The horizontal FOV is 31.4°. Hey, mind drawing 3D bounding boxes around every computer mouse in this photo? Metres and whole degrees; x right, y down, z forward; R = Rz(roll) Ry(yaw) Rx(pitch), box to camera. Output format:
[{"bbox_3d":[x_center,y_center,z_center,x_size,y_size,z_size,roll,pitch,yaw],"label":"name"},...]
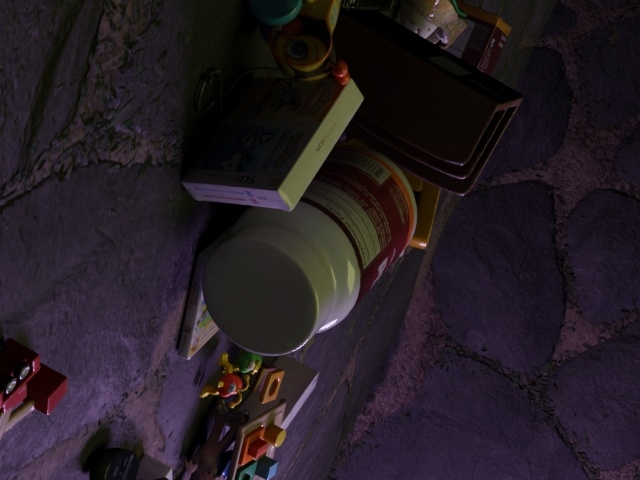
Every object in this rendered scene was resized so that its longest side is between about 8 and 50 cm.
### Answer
[{"bbox_3d":[-0.296,0.372,1.776,0.071,0.041,0.242,-70,156,-18],"label":"computer mouse"}]

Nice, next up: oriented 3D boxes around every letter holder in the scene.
[{"bbox_3d":[0.138,-0.215,1.873,0.214,0.302,0.152,-63,164,22],"label":"letter holder"}]

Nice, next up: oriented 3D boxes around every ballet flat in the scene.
[{"bbox_3d":[0.207,-0.431,2.182,0.123,0.123,0.348,-66,166,6],"label":"ballet flat"}]

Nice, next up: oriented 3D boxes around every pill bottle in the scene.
[{"bbox_3d":[-0.011,0.011,1.788,0.392,0.224,0.224,-43,154,-57],"label":"pill bottle"}]

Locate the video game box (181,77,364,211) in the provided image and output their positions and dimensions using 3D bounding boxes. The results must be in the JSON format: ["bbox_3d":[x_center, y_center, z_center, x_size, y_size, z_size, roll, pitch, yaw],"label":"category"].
[{"bbox_3d":[-0.066,-0.135,1.538,0.205,0.187,0.048,-59,136,-25],"label":"video game box"}]

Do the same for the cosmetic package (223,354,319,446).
[{"bbox_3d":[-0.102,0.349,2.397,0.239,0.099,0.060,-50,162,-44],"label":"cosmetic package"}]

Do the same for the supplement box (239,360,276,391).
[{"bbox_3d":[-0.128,0.269,2.275,0.055,0.043,0.083,-65,165,1],"label":"supplement box"}]

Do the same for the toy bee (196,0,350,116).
[{"bbox_3d":[-0.018,-0.276,1.512,0.298,0.162,0.195,-68,168,11],"label":"toy bee"}]

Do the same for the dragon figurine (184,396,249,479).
[{"bbox_3d":[-0.207,0.437,2.189,0.144,0.085,0.289,-45,155,-52],"label":"dragon figurine"}]

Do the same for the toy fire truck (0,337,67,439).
[{"bbox_3d":[-0.360,0.184,1.280,0.192,0.047,0.135,-51,161,-43],"label":"toy fire truck"}]

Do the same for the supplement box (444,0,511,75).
[{"bbox_3d":[0.319,-0.421,2.546,0.194,0.129,0.191,-67,166,10],"label":"supplement box"}]

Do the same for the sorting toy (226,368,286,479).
[{"bbox_3d":[-0.118,0.415,2.190,0.196,0.047,0.347,-27,134,-62],"label":"sorting toy"}]

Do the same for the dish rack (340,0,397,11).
[{"bbox_3d":[0.085,-0.454,1.771,0.271,0.074,0.208,-26,138,-66],"label":"dish rack"}]

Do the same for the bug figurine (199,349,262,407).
[{"bbox_3d":[-0.112,0.170,2.051,0.279,0.072,0.216,-63,174,3],"label":"bug figurine"}]

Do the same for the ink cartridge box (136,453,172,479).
[{"bbox_3d":[-0.305,0.441,1.897,0.135,0.056,0.099,-55,163,-35],"label":"ink cartridge box"}]

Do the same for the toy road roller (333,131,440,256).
[{"bbox_3d":[0.121,-0.139,2.117,0.240,0.203,0.329,94,8,-87],"label":"toy road roller"}]

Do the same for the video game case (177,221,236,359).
[{"bbox_3d":[-0.154,0.059,1.865,0.227,0.026,0.206,-47,157,-54],"label":"video game case"}]
